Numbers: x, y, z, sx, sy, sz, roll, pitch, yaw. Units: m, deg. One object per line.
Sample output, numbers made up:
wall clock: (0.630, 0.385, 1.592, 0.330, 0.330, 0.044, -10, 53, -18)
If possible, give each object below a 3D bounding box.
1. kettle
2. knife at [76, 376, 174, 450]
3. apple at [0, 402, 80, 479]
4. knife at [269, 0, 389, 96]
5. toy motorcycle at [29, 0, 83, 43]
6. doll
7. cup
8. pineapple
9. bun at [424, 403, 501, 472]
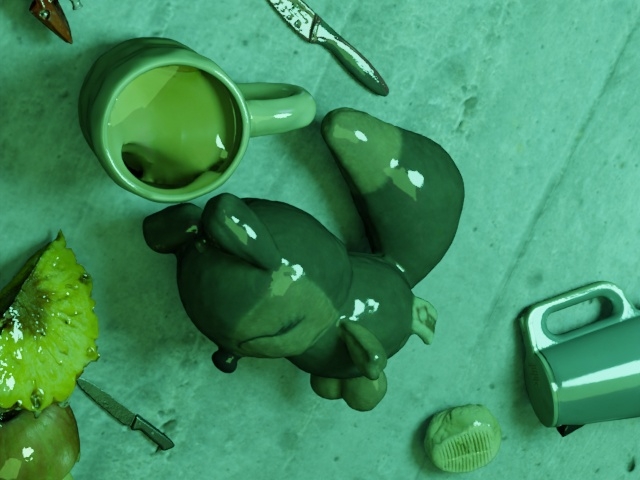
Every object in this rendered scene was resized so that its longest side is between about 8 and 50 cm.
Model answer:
kettle: (0.423, 0.165, 1.547, 0.243, 0.160, 0.210, -11, 89, -10)
knife: (-0.260, 0.229, 1.396, 0.170, 0.010, 0.023, 43, 83, -22)
apple: (-0.381, 0.272, 1.283, 0.199, 0.199, 0.199, -5, 106, -17)
knife: (-0.002, -0.263, 1.345, 0.247, 0.018, 0.035, 39, 93, -21)
toy motorcycle: (-0.350, -0.362, 1.157, 0.298, 0.089, 0.171, 39, 91, -24)
doll: (-0.023, -0.003, 1.323, 0.382, 0.252, 0.378, 38, 59, -36)
cup: (-0.149, -0.163, 1.218, 0.255, 0.202, 0.173, -31, 112, -8)
pineapple: (-0.358, 0.136, 1.257, 0.164, 0.250, 0.140, -32, 115, 29)
bun: (0.205, 0.283, 1.537, 0.115, 0.069, 0.115, -5, 125, -7)
